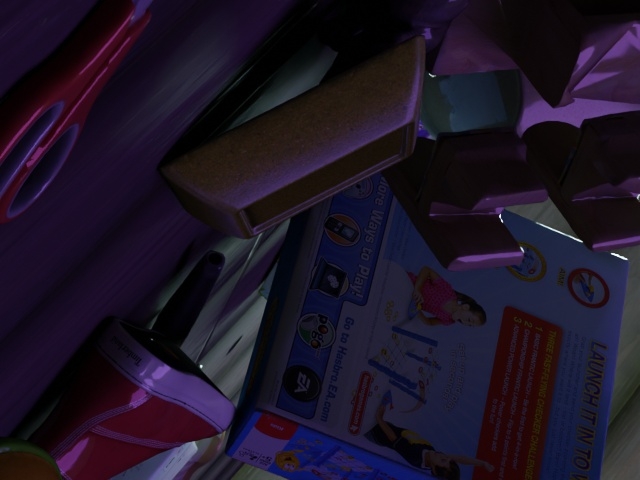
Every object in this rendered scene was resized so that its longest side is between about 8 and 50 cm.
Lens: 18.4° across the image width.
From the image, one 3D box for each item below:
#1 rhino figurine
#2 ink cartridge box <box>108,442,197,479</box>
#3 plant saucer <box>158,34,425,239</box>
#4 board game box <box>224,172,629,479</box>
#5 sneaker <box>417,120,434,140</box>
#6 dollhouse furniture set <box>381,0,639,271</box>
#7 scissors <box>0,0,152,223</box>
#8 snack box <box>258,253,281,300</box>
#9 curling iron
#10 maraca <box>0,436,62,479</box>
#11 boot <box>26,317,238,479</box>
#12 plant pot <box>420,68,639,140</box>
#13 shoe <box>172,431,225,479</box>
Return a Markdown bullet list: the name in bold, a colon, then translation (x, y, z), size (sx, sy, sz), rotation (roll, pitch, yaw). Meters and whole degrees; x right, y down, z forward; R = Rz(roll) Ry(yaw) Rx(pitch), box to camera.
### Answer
- **rhino figurine**: translation (0.055, -0.160, 1.359), size (0.106, 0.073, 0.243), rotation (-43, 172, -34)
- **ink cartridge box**: translation (-0.222, 0.280, 2.039), size (0.232, 0.066, 0.189), rotation (-54, 175, -10)
- **plant saucer**: translation (-0.006, -0.057, 1.315), size (0.188, 0.045, 0.188), rotation (-27, 173, -2)
- **board game box**: translation (0.101, 0.098, 1.709), size (0.086, 0.302, 0.308), rotation (123, -13, -50)
- **sneaker**: translation (0.127, -0.151, 1.976), size (0.170, 0.068, 0.071), rotation (-44, 165, -45)
- **dollhouse furniture set**: translation (0.250, -0.209, 1.509), size (0.394, 0.256, 0.362), rotation (-7, 136, -27)
- **scissors**: translation (-0.082, -0.109, 0.886), size (0.297, 0.021, 0.109), rotation (-51, 172, 15)
- **snack box**: translation (0.000, 0.000, 2.061), size (0.141, 0.037, 0.100), rotation (-46, 174, -36)
- **curling iron**: translation (-0.114, 0.073, 1.639), size (0.068, 0.035, 0.274), rotation (-9, 153, -18)
- **maraca**: translation (-0.220, 0.167, 1.204), size (0.127, 0.099, 0.186), rotation (-46, 148, -11)
- **boot**: translation (-0.164, 0.158, 1.540), size (0.176, 0.088, 0.244), rotation (-50, 161, 1)
- **plant pot**: translation (0.219, -0.164, 1.878), size (0.274, 0.256, 0.256), rotation (-18, 150, -49)
- **shoe**: translation (-0.173, 0.252, 2.263), size (0.219, 0.058, 0.076), rotation (128, -26, -49)
